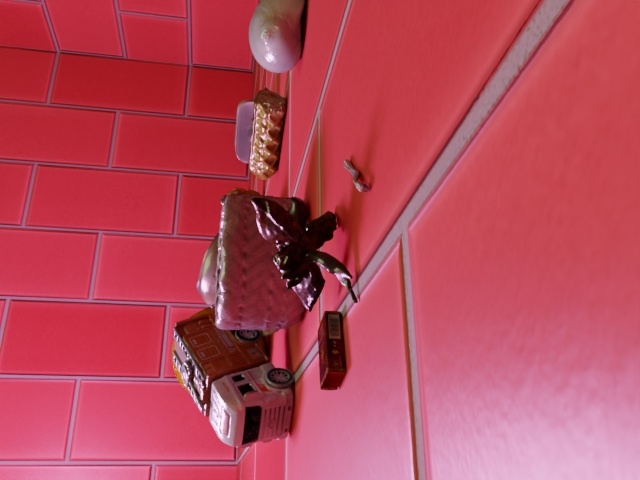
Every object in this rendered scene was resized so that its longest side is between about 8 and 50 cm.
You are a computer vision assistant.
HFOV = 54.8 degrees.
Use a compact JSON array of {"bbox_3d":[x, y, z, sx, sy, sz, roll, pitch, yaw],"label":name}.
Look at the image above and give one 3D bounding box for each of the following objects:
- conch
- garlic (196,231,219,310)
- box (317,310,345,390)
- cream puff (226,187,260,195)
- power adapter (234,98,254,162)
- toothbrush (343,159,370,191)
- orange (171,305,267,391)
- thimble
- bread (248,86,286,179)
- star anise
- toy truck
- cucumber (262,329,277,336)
[{"bbox_3d":[-0.085,-0.478,1.355,0.185,0.121,0.221,-28,49,44],"label":"conch"},{"bbox_3d":[-0.210,0.061,1.554,0.237,0.210,0.292,29,103,66],"label":"garlic"},{"bbox_3d":[0.012,0.133,0.749,0.051,0.023,0.082,104,166,-52],"label":"box"},{"bbox_3d":[-0.270,-0.136,2.252,0.121,0.156,0.156,-40,37,33],"label":"cream puff"},{"bbox_3d":[-0.202,-0.337,1.915,0.255,0.124,0.187,-116,30,-73],"label":"power adapter"},{"bbox_3d":[0.038,-0.075,0.704,0.131,0.013,0.011,-109,34,-69],"label":"toothbrush"},{"bbox_3d":[-0.274,0.315,1.698,0.274,0.274,0.274,-177,90,-81],"label":"orange"},{"bbox_3d":[-0.106,0.038,1.108,0.217,0.157,0.245,161,111,-77],"label":"thimble"},{"bbox_3d":[-0.148,-0.280,1.686,0.087,0.098,0.269,-40,-25,-38],"label":"bread"},{"bbox_3d":[0.002,0.010,0.746,0.144,0.158,0.140,-5,75,36],"label":"star anise"},{"bbox_3d":[-0.181,0.266,1.219,0.305,0.162,0.136,41,131,48],"label":"toy truck"},{"bbox_3d":[-0.130,0.197,1.535,0.220,0.046,0.070,-132,44,-79],"label":"cucumber"}]
